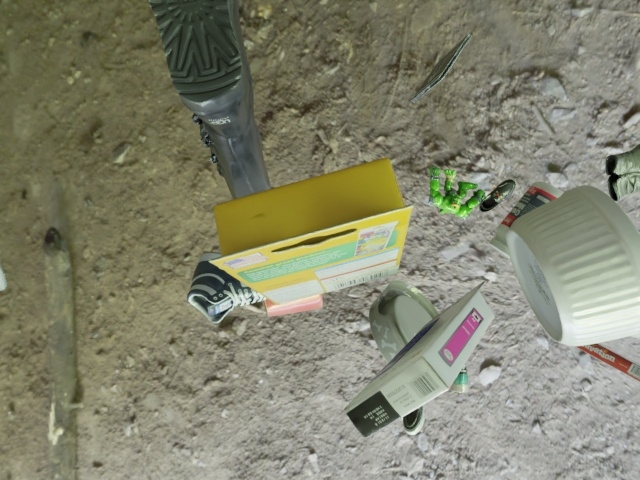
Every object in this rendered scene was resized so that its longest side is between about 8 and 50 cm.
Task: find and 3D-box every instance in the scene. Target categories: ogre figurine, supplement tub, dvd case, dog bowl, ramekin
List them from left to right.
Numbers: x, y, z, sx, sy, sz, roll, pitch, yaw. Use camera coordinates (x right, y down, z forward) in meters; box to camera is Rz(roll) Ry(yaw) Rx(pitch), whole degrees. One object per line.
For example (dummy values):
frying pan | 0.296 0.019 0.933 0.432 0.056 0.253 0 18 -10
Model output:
dog bowl | 0.293 0.300 1.457 0.102 0.348 0.349 -40 68 29
dvd case | 0.402 -0.571 1.513 0.018 0.164 0.221 39 69 -11
ogre figurine | 0.416 -0.141 1.417 0.096 0.197 0.118 8 75 58
supplement tub | 0.738 -0.048 1.568 0.191 0.191 0.272 41 101 24
ramekin | 0.336 0.041 0.608 0.108 0.207 0.207 -21 75 10

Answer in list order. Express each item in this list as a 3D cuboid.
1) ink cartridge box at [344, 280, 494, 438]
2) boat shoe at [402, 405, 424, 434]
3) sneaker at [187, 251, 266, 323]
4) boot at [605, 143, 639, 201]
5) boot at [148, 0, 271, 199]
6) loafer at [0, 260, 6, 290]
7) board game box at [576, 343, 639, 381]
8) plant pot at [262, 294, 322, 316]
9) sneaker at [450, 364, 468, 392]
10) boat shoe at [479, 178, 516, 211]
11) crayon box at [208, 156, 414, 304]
ink cartridge box | 0.197 0.190 0.795 0.069 0.370 0.176 50 123 10
boat shoe | 0.327 0.568 1.604 0.077 0.070 0.219 -11 40 32
sneaker | -0.171 0.121 1.065 0.281 0.099 0.153 9 45 5
boot | 0.860 -0.144 1.231 0.161 0.083 0.247 -26 107 -1
boot | -0.189 -0.309 0.892 0.146 0.445 0.368 -7 76 1
loafer | -0.653 0.017 0.843 0.094 0.087 0.251 47 136 28
board game box | 0.569 0.224 0.923 0.145 0.281 0.027 31 97 28
plant pot | -0.147 0.209 2.023 0.243 0.275 0.275 -16 74 -12
sneaker | 0.474 0.464 1.710 0.108 0.302 0.121 4 91 -10
boat shoe | 0.531 -0.131 1.360 0.049 0.042 0.133 46 133 4
crayon box | 0.000 0.000 0.581 0.202 0.323 0.083 -15 74 2
